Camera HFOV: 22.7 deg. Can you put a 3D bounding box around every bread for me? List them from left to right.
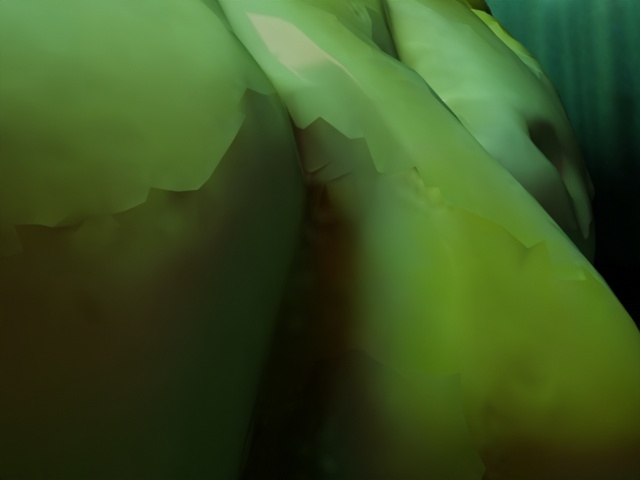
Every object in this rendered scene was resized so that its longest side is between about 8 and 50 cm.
[{"bbox_3d":[-0.054,-0.036,0.514,0.245,0.329,0.424,-16,25,-1],"label":"bread"}]

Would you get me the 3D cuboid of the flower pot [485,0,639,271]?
[{"bbox_3d":[0.172,-0.075,0.664,0.243,0.157,0.189,-8,26,16],"label":"flower pot"}]
